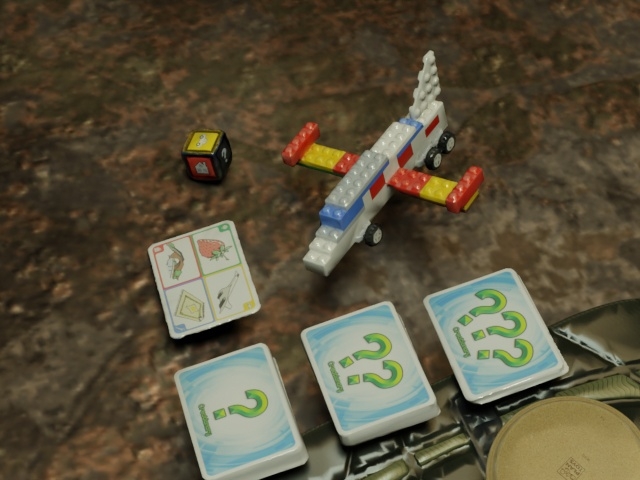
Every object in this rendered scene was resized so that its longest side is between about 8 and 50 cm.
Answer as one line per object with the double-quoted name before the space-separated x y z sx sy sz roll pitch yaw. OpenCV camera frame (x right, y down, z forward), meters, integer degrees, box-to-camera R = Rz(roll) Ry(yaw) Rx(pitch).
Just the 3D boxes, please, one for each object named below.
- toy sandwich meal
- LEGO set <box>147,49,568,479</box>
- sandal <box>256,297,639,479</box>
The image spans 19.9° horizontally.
"toy sandwich meal" 0.115 0.113 0.836 0.085 0.029 0.086 -3 62 5
"LEGO set" 0.000 0.000 0.933 0.182 0.060 0.244 -18 42 -2
"sandal" 0.106 0.112 0.903 0.302 0.086 0.120 -14 62 -3
